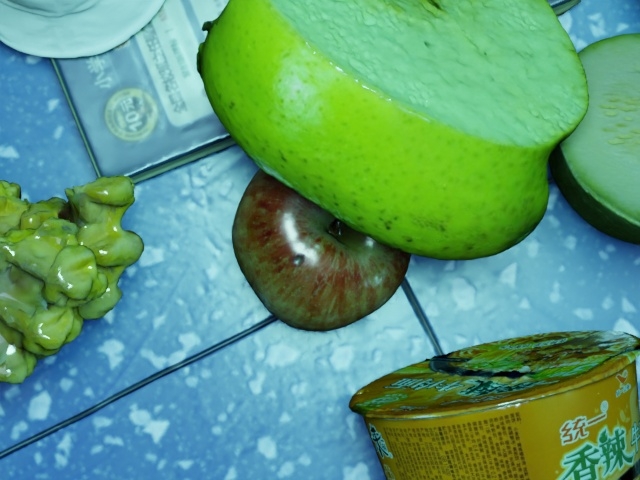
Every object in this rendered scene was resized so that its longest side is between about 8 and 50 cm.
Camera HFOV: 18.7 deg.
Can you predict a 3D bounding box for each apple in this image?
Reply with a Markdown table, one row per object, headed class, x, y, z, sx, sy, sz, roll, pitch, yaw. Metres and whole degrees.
| class | x | y | z | sx | sy | sz | roll | pitch | yaw |
| --- | --- | --- | --- | --- | --- | --- | --- | --- | --- |
| apple | 0.000 | 0.000 | 1.539 | 0.146 | 0.131 | 0.146 | 2 | 83 | -14 |

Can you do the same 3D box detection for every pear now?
| class | x | y | z | sx | sy | sz | roll | pitch | yaw |
| --- | --- | --- | --- | --- | --- | --- | --- | --- | --- |
| pear | 0.068 | -0.098 | 1.439 | 0.292 | 0.292 | 0.159 | 32 | 130 | 1 |

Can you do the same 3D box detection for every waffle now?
| class | x | y | z | sx | sy | sz | roll | pitch | yaw |
| --- | --- | --- | --- | --- | --- | --- | --- | --- | --- |
| waffle | -0.301 | -0.033 | 1.501 | 0.261 | 0.151 | 0.324 | -41 | 84 | 25 |

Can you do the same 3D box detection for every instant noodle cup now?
| class | x | y | z | sx | sy | sz | roll | pitch | yaw |
| --- | --- | --- | --- | --- | --- | --- | --- | --- | --- |
| instant noodle cup | 0.153 | 0.183 | 1.493 | 0.230 | 0.230 | 0.182 | -14 | 96 | -1 |

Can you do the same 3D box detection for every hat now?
| class | x | y | z | sx | sy | sz | roll | pitch | yaw |
| --- | --- | --- | --- | --- | --- | --- | --- | --- | --- |
| hat | -0.213 | -0.244 | 1.513 | 0.203 | 0.126 | 0.203 | 0 | 86 | 0 |

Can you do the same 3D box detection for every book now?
| class | x | y | z | sx | sy | sz | roll | pitch | yaw |
| --- | --- | --- | --- | --- | --- | --- | --- | --- | --- |
| book | -0.035 | -0.253 | 1.595 | 0.428 | 0.039 | 0.300 | -21 | 86 | -2 |

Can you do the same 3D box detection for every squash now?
| class | x | y | z | sx | sy | sz | roll | pitch | yaw |
| --- | --- | --- | --- | --- | --- | --- | --- | --- | --- |
| squash | 0.268 | -0.086 | 1.482 | 0.189 | 0.260 | 0.189 | 0 | 87 | 2 |
